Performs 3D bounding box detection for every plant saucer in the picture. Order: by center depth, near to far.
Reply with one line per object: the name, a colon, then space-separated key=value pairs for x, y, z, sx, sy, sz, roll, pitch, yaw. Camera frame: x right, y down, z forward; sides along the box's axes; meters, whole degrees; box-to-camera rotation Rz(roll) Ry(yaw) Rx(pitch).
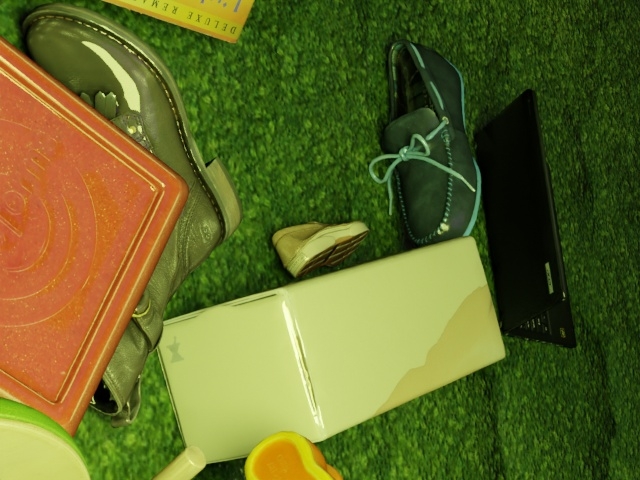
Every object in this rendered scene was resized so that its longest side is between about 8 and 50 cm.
plant saucer: x=-0.216 y=-0.011 z=1.001 sx=0.259 sy=0.048 sz=0.258 roll=38 pitch=58 yaw=-26

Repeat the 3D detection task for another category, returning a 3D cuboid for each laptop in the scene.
laptop: x=0.258 y=-0.016 z=1.679 sx=0.264 sy=0.137 sz=0.234 roll=14 pitch=65 yaw=-52

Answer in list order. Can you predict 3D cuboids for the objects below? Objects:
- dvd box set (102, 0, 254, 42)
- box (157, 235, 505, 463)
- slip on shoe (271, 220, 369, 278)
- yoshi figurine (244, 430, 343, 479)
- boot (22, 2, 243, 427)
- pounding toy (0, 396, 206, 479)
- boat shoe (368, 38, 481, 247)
dvd box set: x=-0.094 y=-0.382 z=1.175 sx=0.308 sy=0.062 sz=0.420 roll=9 pitch=109 yaw=-54
box: x=0.016 y=0.086 z=1.285 sx=0.311 sy=0.148 sz=0.121 roll=-14 pitch=89 yaw=-55
slip on shoe: x=0.000 y=0.000 z=1.390 sx=0.041 sy=0.051 sz=0.135 roll=45 pitch=30 yaw=14
yoshi figurine: x=0.012 y=0.318 z=1.130 sx=0.203 sy=0.204 sz=0.362 roll=-60 pitch=141 yaw=-27
boot: x=-0.173 y=-0.022 z=1.115 sx=0.263 sy=0.091 sz=0.229 roll=53 pitch=44 yaw=-20
pounding toy: x=-0.219 y=0.140 z=0.934 sx=0.237 sy=0.183 sz=0.110 roll=16 pitch=32 yaw=-37
boat shoe: x=0.094 y=-0.095 z=1.534 sx=0.089 sy=0.109 sz=0.258 roll=33 pitch=34 yaw=-35
